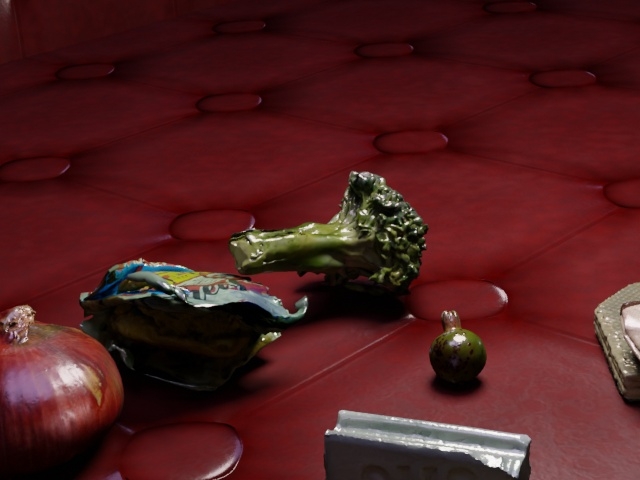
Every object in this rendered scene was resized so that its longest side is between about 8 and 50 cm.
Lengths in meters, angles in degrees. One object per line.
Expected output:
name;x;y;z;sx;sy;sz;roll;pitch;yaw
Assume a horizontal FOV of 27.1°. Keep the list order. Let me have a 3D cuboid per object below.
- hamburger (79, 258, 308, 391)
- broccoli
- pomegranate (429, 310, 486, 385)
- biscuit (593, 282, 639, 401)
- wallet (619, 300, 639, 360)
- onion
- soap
hamburger;-0.169;0.111;1.662;0.261;0.150;0.276;7;2;-20
broccoli;-0.001;-0.001;1.795;0.275;0.177;0.198;-6;3;-15
pomegranate;0.164;0.130;1.596;0.073;0.084;0.073;-9;13;2
biscuit;0.421;0.114;1.633;0.150;0.052;0.252;-4;22;3
wallet;0.520;0.135;1.486;0.335;0.068;0.275;-5;33;-9
onion;-0.344;0.175;1.505;0.248;0.161;0.248;-22;26;11
soap;0.105;0.238;1.304;0.198;0.114;0.063;4;24;22
